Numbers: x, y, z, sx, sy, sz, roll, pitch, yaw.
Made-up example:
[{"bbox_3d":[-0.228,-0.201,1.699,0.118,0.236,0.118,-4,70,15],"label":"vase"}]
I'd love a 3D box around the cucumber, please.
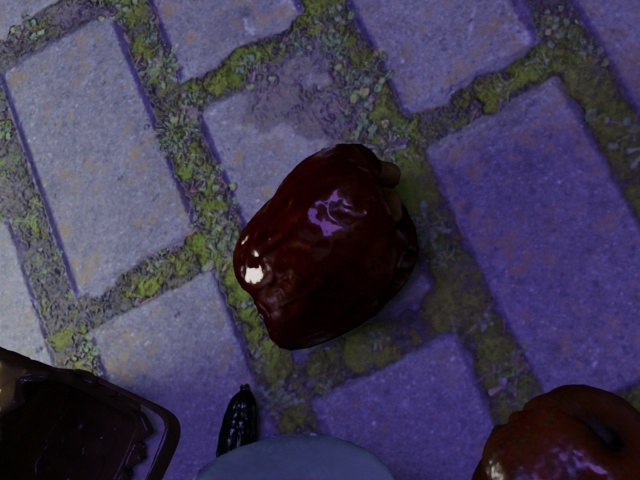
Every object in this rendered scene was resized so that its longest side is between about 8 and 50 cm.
[{"bbox_3d":[-0.116,0.340,1.817,0.067,0.067,0.294,-7,70,19],"label":"cucumber"}]

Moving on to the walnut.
[{"bbox_3d":[0.000,0.000,1.815,0.269,0.222,0.244,-35,32,16],"label":"walnut"}]

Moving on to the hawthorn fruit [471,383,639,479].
[{"bbox_3d":[0.305,0.305,1.574,0.258,0.258,0.262,-25,82,12],"label":"hawthorn fruit"}]

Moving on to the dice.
[{"bbox_3d":[-0.024,0.413,1.592,0.264,0.263,0.268,-17,41,-20],"label":"dice"}]

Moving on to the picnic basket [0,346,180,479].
[{"bbox_3d":[-0.352,0.296,1.793,0.321,0.291,0.254,21,81,34],"label":"picnic basket"}]
